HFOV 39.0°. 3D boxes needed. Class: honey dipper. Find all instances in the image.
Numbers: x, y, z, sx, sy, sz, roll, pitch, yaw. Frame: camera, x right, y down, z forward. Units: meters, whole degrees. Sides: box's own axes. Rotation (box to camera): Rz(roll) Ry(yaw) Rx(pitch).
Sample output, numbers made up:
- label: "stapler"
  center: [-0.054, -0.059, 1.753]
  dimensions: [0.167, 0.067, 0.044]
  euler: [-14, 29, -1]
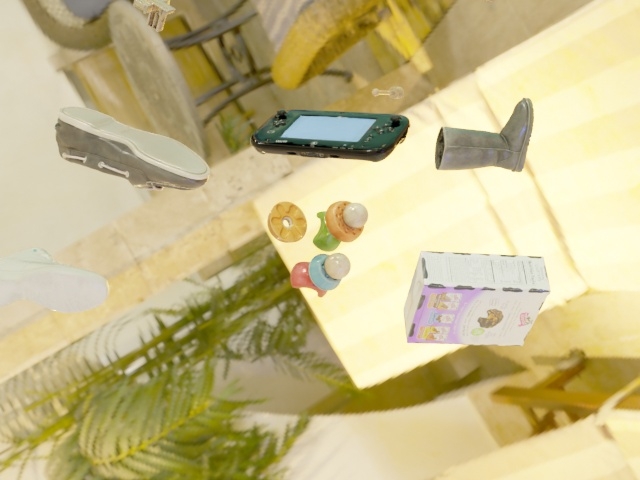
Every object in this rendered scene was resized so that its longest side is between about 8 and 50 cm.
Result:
- label: "honey dipper"
  center: [0.160, -0.359, 2.193]
  dimensions: [0.030, 0.161, 0.030]
  euler: [5, 100, 27]

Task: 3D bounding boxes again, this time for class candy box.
- label: "candy box"
  center: [0.241, 0.094, 1.422]
  dimensions: [0.165, 0.196, 0.070]
  euler: [99, 172, -52]

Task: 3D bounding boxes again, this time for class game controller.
- label: "game controller"
  center: [0.018, -0.217, 1.838]
  dimensions: [0.319, 0.166, 0.067]
  euler: [6, 117, 26]

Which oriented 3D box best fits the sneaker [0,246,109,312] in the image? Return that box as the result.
- label: "sneaker"
  center: [-0.397, 0.046, 1.292]
  dimensions: [0.094, 0.212, 0.080]
  euler: [-76, -15, -52]

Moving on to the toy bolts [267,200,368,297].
- label: "toy bolts"
  center: [0.000, 0.000, 2.071]
  dimensions: [0.158, 0.218, 0.228]
  euler: [-29, 51, 53]

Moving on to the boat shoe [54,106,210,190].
- label: "boat shoe"
  center: [-0.338, -0.144, 1.614]
  dimensions: [0.335, 0.112, 0.095]
  euler: [25, 117, 23]

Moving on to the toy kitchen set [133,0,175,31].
- label: "toy kitchen set"
  center: [-0.345, -0.466, 1.892]
  dimensions: [0.068, 0.083, 0.075]
  euler: [31, 123, 13]

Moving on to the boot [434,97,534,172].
- label: "boot"
  center: [0.371, -0.242, 2.055]
  dimensions: [0.076, 0.208, 0.189]
  euler: [-119, 37, -79]
